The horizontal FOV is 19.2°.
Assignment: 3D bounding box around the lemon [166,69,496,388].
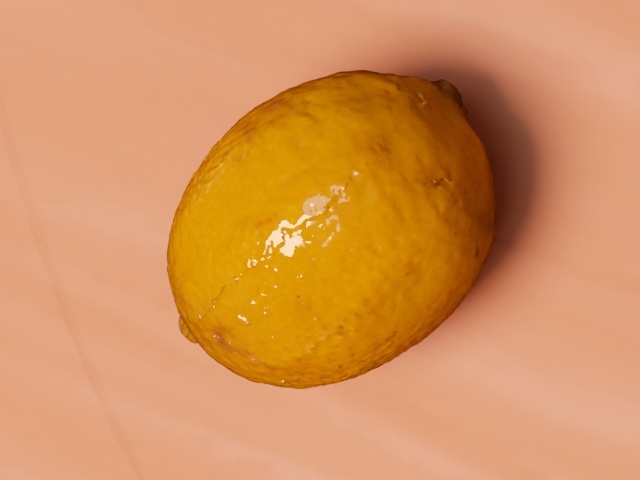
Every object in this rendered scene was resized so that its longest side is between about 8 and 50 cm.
[{"bbox_3d":[0.000,0.000,0.536,0.110,0.082,0.082,-41,79,23],"label":"lemon"}]
